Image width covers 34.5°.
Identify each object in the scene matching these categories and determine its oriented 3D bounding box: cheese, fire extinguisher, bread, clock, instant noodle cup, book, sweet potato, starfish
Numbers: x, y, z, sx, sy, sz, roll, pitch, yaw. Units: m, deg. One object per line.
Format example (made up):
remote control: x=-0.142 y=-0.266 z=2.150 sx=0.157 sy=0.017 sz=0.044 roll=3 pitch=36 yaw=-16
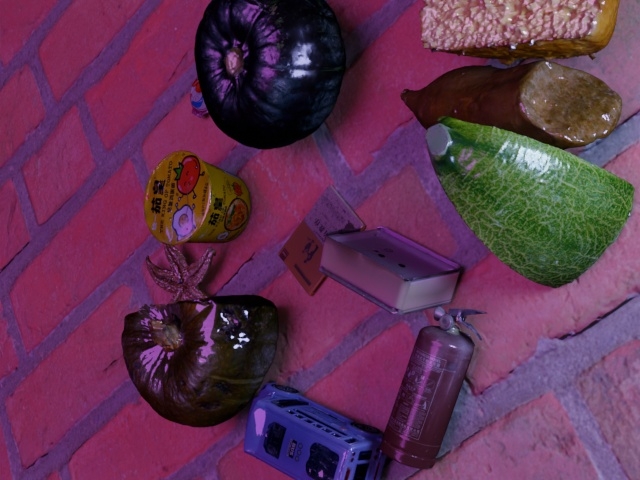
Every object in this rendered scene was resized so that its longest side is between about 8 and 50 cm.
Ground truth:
cheese: x=-0.227 y=-0.321 z=2.104 sx=0.095 sy=0.038 sz=0.145 roll=32 pitch=105 yaw=38
fire extinguisher: x=0.184 y=0.223 z=1.636 sx=0.104 sy=0.104 sz=0.269 roll=24 pitch=99 yaw=40
bread: x=0.324 y=-0.362 z=1.561 sx=0.340 sy=0.179 sz=0.194 roll=4 pitch=87 yaw=38
clock: x=0.112 y=0.045 z=1.691 sx=0.192 sy=0.147 sz=0.071 roll=29 pitch=115 yaw=39
instant noodle cup: x=-0.229 y=-0.072 z=1.999 sx=0.182 sy=0.144 sz=0.182 roll=-7 pitch=78 yaw=38
book: x=0.000 y=0.000 z=1.881 sx=0.172 sy=0.012 sz=0.118 roll=-53 pitch=54 yaw=21
sweet potato: x=0.276 y=-0.200 z=1.598 sx=0.369 sy=0.157 sz=0.158 roll=5 pitch=86 yaw=51
starfish: x=-0.279 y=0.088 z=2.078 sx=0.227 sy=0.043 sz=0.240 roll=50 pitch=119 yaw=29

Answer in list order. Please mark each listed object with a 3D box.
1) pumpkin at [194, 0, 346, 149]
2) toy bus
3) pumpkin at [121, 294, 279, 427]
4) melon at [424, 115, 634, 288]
pumpkin: x=-0.083 y=-0.328 z=1.865 sx=0.315 sy=0.238 sz=0.315 roll=15 pitch=110 yaw=46
toy bus: x=-0.031 y=0.345 z=1.772 sx=0.292 sy=0.133 sz=0.126 roll=19 pitch=96 yaw=40
pumpkin: x=-0.232 y=0.224 z=1.891 sx=0.325 sy=0.242 sz=0.232 roll=-17 pitch=67 yaw=38
melon: x=0.285 y=-0.064 z=1.469 sx=0.196 sy=0.323 sz=0.124 roll=-56 pitch=33 yaw=16
